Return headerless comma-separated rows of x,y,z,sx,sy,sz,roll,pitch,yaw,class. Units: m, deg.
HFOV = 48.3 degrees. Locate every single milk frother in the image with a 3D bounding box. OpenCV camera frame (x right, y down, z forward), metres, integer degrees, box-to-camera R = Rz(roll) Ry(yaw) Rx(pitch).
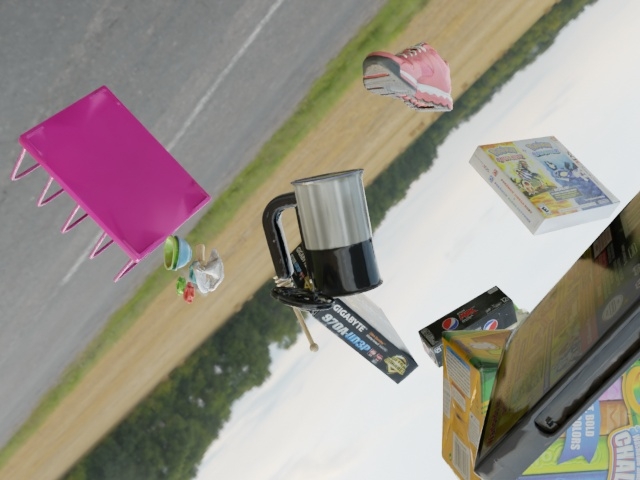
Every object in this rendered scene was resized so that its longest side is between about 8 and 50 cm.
0.000,0.000,0.778,0.129,0.135,0.143,-12,-172,-3,milk frother

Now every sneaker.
0.194,-0.381,1.577,0.116,0.136,0.314,6,177,37,sneaker

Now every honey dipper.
-0.043,0.134,1.323,0.030,0.161,0.030,-24,179,-1,honey dipper

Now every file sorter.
-0.403,-0.095,1.349,0.202,0.291,0.182,-47,-173,-39,file sorter

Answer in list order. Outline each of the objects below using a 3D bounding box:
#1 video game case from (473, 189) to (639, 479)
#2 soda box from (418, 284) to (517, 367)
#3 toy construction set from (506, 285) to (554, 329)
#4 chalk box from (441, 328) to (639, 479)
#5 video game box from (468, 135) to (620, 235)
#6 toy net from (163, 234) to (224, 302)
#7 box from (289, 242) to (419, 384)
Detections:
0.238,0.061,0.622,0.248,0.035,0.275,-55,173,23,video game case
0.260,0.151,1.257,0.169,0.060,0.053,-28,-142,-7,soda box
0.466,0.126,1.326,0.327,0.151,0.215,-32,158,26,toy construction set
0.312,0.211,0.886,0.289,0.179,0.180,-2,-175,-6,chalk box
0.392,-0.103,1.247,0.205,0.187,0.048,-12,140,-33,video game box
-0.238,0.061,1.302,0.232,0.045,0.122,14,-83,61,toy net
0.048,0.117,1.155,0.051,0.220,0.175,-44,-149,7,box
